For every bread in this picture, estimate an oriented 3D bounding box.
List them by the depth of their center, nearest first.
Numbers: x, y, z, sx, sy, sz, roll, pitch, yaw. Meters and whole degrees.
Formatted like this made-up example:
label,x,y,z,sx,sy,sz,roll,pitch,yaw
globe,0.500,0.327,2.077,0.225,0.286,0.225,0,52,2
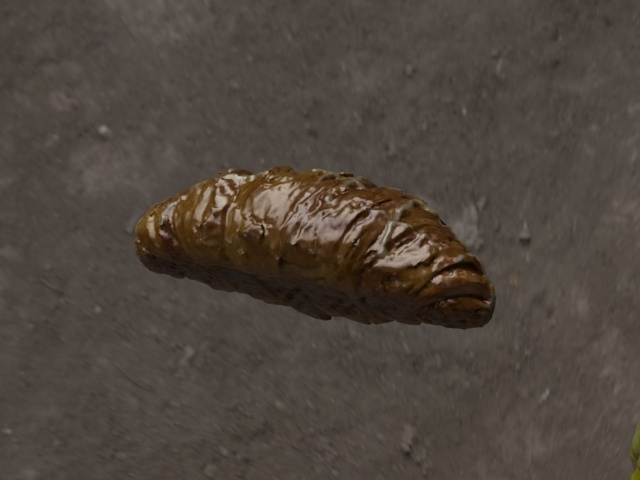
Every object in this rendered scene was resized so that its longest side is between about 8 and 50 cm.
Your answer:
label,x,y,z,sx,sy,sz,roll,pitch,yaw
bread,0.000,0.000,0.839,0.233,0.105,0.076,10,72,33

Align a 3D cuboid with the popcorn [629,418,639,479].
label,x,y,z,sx,sy,sz,roll,pitch,yaw
popcorn,0.416,0.206,1.337,0.270,0.224,0.258,32,102,11
